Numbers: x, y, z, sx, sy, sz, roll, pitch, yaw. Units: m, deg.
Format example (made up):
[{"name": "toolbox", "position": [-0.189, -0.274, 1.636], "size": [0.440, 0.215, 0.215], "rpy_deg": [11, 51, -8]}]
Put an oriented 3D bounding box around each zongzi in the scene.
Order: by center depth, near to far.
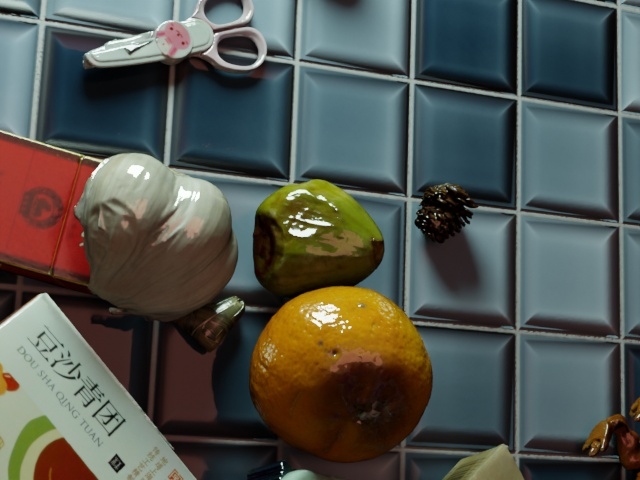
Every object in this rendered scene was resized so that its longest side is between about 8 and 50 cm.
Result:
[{"name": "zongzi", "position": [-0.144, 0.086, 1.503], "size": [0.083, 0.040, 0.076], "rpy_deg": [35, 62, 7]}]

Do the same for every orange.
[{"name": "orange", "position": [0.026, 0.164, 1.458], "size": [0.224, 0.170, 0.224], "rpy_deg": [-7, 114, -16]}]

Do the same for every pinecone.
[{"name": "pinecone", "position": [0.165, -0.037, 1.619], "size": [0.077, 0.077, 0.083], "rpy_deg": [28, 89, -14]}]

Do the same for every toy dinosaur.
[{"name": "toy dinosaur", "position": [0.474, 0.278, 1.664], "size": [0.208, 0.097, 0.432], "rpy_deg": [44, 72, -23]}]

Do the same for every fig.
[{"name": "fig", "position": [0.000, 0.000, 1.511], "size": [0.166, 0.154, 0.144], "rpy_deg": [10, 119, 15]}]

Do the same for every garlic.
[{"name": "garlic", "position": [-0.169, 0.004, 1.403], "size": [0.143, 0.229, 0.178], "rpy_deg": [5, 63, 25]}]

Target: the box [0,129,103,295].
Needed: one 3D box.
[{"name": "box", "position": [-0.347, -0.038, 1.426], "size": [0.240, 0.074, 0.153], "rpy_deg": [17, 71, -18]}]

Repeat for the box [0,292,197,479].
[{"name": "box", "position": [-0.324, 0.297, 1.254], "size": [0.344, 0.122, 0.385], "rpy_deg": [51, 39, -5]}]

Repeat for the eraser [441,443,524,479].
[{"name": "eraser", "position": [0.157, 0.383, 1.451], "size": [0.343, 0.078, 0.144], "rpy_deg": [-29, 91, -52]}]

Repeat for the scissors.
[{"name": "scissors", "position": [-0.185, -0.250, 1.547], "size": [0.242, 0.030, 0.118], "rpy_deg": [-18, 87, -27]}]

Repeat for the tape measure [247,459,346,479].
[{"name": "tape measure", "position": [-0.012, 0.428, 1.361], "size": [0.215, 0.098, 0.351], "rpy_deg": [33, 39, -56]}]
